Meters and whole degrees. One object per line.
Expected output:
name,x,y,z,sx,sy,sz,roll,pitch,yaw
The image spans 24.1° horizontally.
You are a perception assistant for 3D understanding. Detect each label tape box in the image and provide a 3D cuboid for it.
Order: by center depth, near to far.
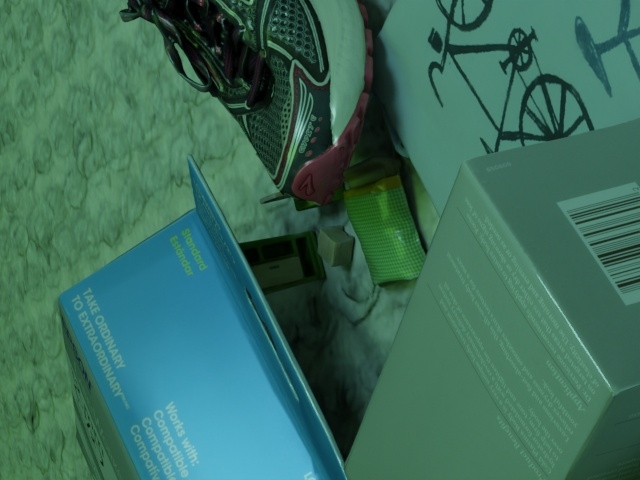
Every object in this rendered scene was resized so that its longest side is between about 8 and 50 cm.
label tape box,-0.083,0.145,1.002,0.347,0.115,0.249,96,150,-60

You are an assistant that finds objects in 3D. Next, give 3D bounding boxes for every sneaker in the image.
sneaker,-0.060,-0.138,0.898,0.299,0.112,0.121,63,145,34

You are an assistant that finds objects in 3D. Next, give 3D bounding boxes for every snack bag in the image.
snack bag,0.138,-0.055,0.681,0.323,0.037,0.342,65,152,24

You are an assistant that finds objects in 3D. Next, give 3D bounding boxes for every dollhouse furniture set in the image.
dollhouse furniture set,0.000,0.000,0.926,0.152,0.059,0.076,-19,85,62

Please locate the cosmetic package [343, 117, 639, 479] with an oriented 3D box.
cosmetic package,0.098,0.076,0.668,0.127,0.107,0.238,61,153,31
